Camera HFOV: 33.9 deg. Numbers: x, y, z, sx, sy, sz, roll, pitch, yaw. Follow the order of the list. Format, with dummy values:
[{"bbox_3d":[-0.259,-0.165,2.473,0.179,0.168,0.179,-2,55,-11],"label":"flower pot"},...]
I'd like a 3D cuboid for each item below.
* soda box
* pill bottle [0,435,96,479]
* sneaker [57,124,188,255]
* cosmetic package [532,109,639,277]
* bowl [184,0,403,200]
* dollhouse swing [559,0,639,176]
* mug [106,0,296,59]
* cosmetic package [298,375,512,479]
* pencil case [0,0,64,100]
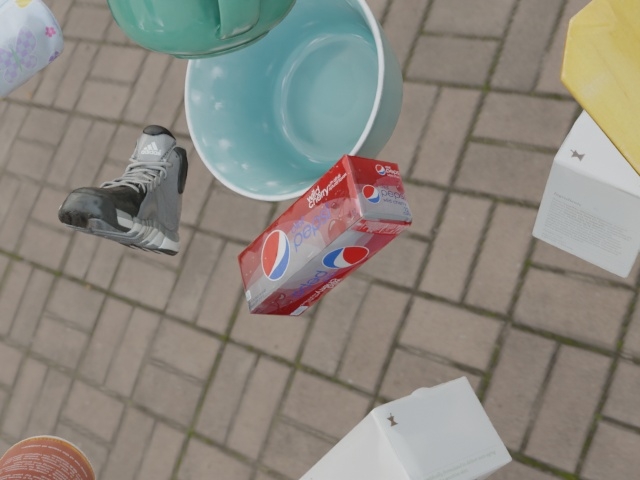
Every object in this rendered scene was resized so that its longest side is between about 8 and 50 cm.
[{"bbox_3d":[0.000,0.000,1.327,0.263,0.083,0.092,-40,53,43],"label":"soda box"},{"bbox_3d":[-0.320,0.302,1.138,0.121,0.121,0.216,-55,7,6],"label":"pill bottle"},{"bbox_3d":[-0.197,-0.064,1.093,0.086,0.229,0.132,11,84,10],"label":"sneaker"},{"bbox_3d":[0.407,-0.078,1.466,0.151,0.183,0.151,27,61,17],"label":"cosmetic package"},{"bbox_3d":[-0.014,-0.202,1.415,0.312,0.163,0.311,-1,87,32],"label":"bowl"},{"bbox_3d":[0.436,-0.141,1.038,0.347,0.315,0.305,-40,76,11],"label":"dollhouse swing"},{"bbox_3d":[-0.080,-0.169,0.670,0.129,0.097,0.157,-1,34,16],"label":"mug"},{"bbox_3d":[0.104,0.375,1.645,0.155,0.197,0.365,63,143,20],"label":"cosmetic package"},{"bbox_3d":[-0.494,-0.245,1.477,0.273,0.124,0.113,-42,36,-26],"label":"pencil case"}]
